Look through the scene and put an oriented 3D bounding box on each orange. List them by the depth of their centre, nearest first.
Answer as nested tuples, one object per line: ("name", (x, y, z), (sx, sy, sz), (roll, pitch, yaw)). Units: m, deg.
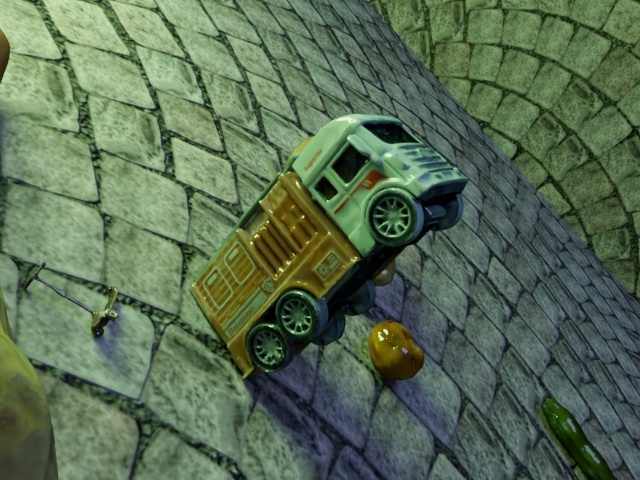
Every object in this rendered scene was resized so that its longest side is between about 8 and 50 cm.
("orange", (0.098, 0.151, 0.913), (0.086, 0.062, 0.086), (47, 12, -13))

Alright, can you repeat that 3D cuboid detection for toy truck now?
("toy truck", (0.000, 0.000, 0.720), (0.162, 0.305, 0.136), (50, 28, 15))

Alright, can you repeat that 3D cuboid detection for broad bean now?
("broad bean", (0.460, 0.374, 1.153), (0.254, 0.046, 0.065), (52, 22, 5))

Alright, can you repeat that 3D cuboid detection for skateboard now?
("skateboard", (-0.229, 0.045, 0.632), (0.083, 0.032, 0.064), (37, 20, -24))

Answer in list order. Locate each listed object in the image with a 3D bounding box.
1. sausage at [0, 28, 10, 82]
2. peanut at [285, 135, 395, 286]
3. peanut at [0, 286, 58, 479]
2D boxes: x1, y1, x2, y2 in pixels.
("sausage", (-0.350, -0.125, 0.615), (0.086, 0.086, 0.289), (29, 32, -31))
("peanut", (0.033, -0.042, 1.006), (0.137, 0.122, 0.253), (20, 40, -54))
("peanut", (-0.250, 0.095, 0.415), (0.152, 0.152, 0.313), (11, 44, -49))
